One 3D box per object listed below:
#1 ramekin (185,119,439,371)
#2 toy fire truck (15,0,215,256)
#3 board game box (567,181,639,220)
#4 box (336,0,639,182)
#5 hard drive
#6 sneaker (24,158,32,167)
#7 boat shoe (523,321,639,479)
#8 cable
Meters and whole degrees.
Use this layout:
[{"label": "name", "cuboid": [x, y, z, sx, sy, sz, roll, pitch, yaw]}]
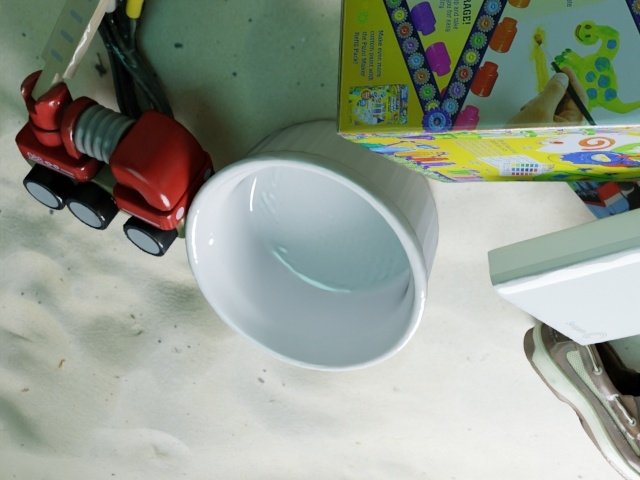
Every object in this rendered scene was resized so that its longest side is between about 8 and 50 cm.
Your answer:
[{"label": "ramekin", "cuboid": [0.000, 0.000, 0.957, 0.277, 0.135, 0.277, 12, 126, 17]}, {"label": "toy fire truck", "cuboid": [-0.225, -0.134, 0.918, 0.217, 0.158, 0.246, 24, 152, 15]}, {"label": "board game box", "cuboid": [0.361, -0.041, 0.830, 0.211, 0.039, 0.160, 46, 128, -12]}, {"label": "box", "cuboid": [0.195, -0.143, 0.643, 0.279, 0.290, 0.177, 2, 88, 23]}, {"label": "hard drive", "cuboid": [0.357, 0.014, 0.737, 0.353, 0.047, 0.233, -17, 152, 32]}, {"label": "sneaker", "cuboid": [-0.294, -0.095, 1.080, 0.170, 0.051, 0.089, 40, 129, -12]}, {"label": "boat shoe", "cuboid": [0.345, 0.184, 0.961, 0.257, 0.095, 0.095, 46, 122, -10]}, {"label": "cable", "cuboid": [-0.234, -0.230, 0.941, 0.139, 0.072, 0.287, 14, 127, 13]}]
